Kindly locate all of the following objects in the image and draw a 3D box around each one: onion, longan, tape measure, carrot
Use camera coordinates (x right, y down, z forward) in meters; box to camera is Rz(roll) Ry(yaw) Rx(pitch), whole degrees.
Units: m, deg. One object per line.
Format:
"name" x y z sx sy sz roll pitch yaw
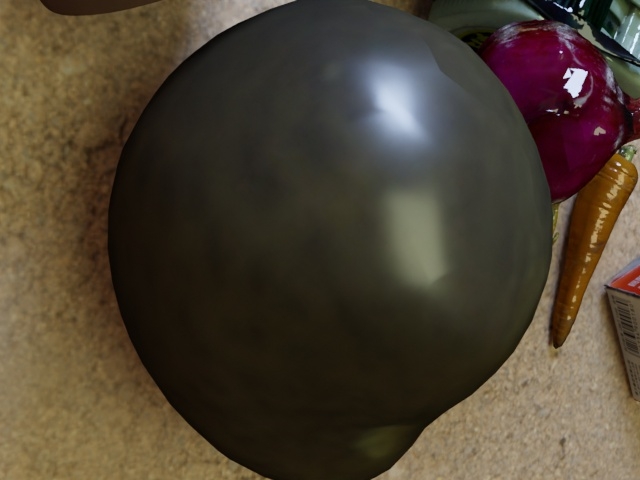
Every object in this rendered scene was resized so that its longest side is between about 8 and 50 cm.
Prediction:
"onion" 0.219 -0.107 0.974 0.198 0.135 0.173 1 116 9
"longan" 0.000 0.000 0.877 0.336 0.404 0.404 -4 99 -33
"tape measure" 0.228 -0.225 1.076 0.207 0.235 0.115 32 76 -33
"carrot" 0.311 0.004 1.283 0.061 0.061 0.256 17 96 -34

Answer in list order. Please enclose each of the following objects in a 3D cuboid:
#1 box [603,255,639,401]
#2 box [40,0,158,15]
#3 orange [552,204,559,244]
"box" 0.440 0.107 1.351 0.133 0.099 0.182 -32 115 -23
"box" -0.134 -0.308 0.800 0.301 0.301 0.216 -30 122 -27
"orange" 0.188 -0.050 1.135 0.156 0.134 0.156 2 90 -77
